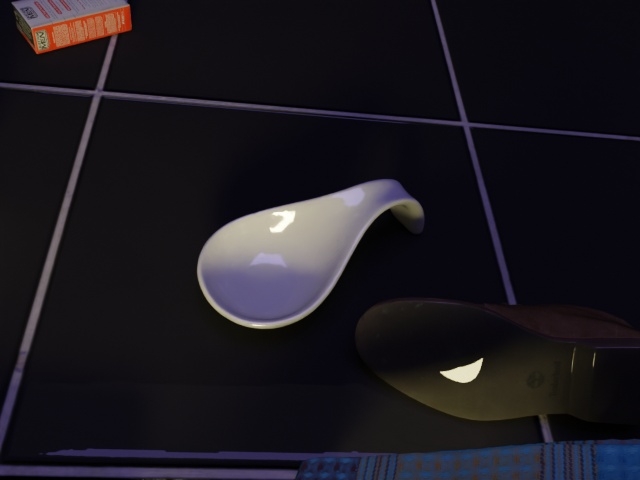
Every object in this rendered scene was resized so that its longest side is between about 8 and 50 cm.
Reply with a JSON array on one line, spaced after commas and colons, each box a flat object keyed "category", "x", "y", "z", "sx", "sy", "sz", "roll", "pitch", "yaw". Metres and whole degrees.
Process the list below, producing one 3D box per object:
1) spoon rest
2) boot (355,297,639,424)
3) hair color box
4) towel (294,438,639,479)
[{"category": "spoon rest", "x": 0.000, "y": 0.000, "z": 0.704, "sx": 0.276, "sy": 0.084, "sz": 0.137, "roll": -26, "pitch": 59, "yaw": -29}, {"category": "boot", "x": 0.186, "y": 0.106, "z": 0.661, "sx": 0.305, "sy": 0.112, "sz": 0.115, "roll": 8, "pitch": 19, "yaw": 2}, {"category": "hair color box", "x": -0.347, "y": -0.315, "z": 0.932, "sx": 0.141, "sy": 0.043, "sz": 0.072, "roll": -25, "pitch": 59, "yaw": -29}, {"category": "towel", "x": 0.112, "y": 0.211, "z": 0.395, "sx": 0.370, "sy": 0.040, "sz": 0.271, "roll": -12, "pitch": 17, "yaw": 23}]
